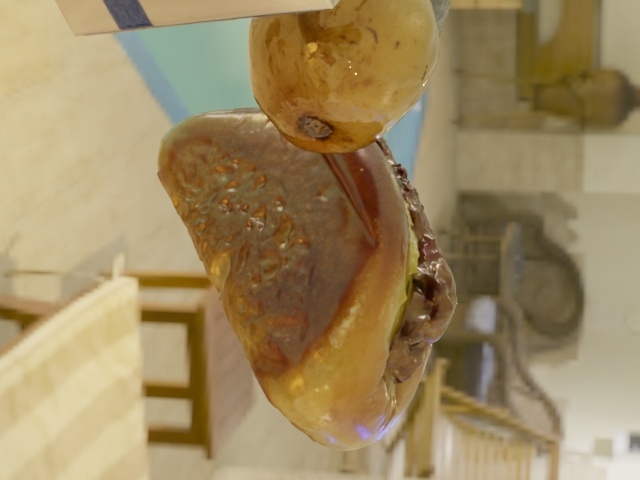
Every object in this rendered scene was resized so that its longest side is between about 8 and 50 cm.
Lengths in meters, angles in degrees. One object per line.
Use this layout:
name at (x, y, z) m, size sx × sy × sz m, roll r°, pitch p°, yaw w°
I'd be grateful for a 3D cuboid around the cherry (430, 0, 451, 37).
cherry at (0.034, -0.326, 1.727) m, size 0.255 × 0.218 × 0.296 m, roll -26°, pitch 106°, yaw -44°

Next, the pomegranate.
pomegranate at (0.024, -0.179, 1.352) m, size 0.196 × 0.196 × 0.196 m, roll 2°, pitch 90°, yaw -77°

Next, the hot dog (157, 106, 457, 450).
hot dog at (0.000, 0.001, 1.522) m, size 0.185 × 0.223 × 0.405 m, roll 40°, pitch 16°, yaw -53°

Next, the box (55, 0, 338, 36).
box at (-0.123, -0.272, 0.796) m, size 0.065 × 0.200 × 0.343 m, roll -55°, pitch 132°, yaw -38°
